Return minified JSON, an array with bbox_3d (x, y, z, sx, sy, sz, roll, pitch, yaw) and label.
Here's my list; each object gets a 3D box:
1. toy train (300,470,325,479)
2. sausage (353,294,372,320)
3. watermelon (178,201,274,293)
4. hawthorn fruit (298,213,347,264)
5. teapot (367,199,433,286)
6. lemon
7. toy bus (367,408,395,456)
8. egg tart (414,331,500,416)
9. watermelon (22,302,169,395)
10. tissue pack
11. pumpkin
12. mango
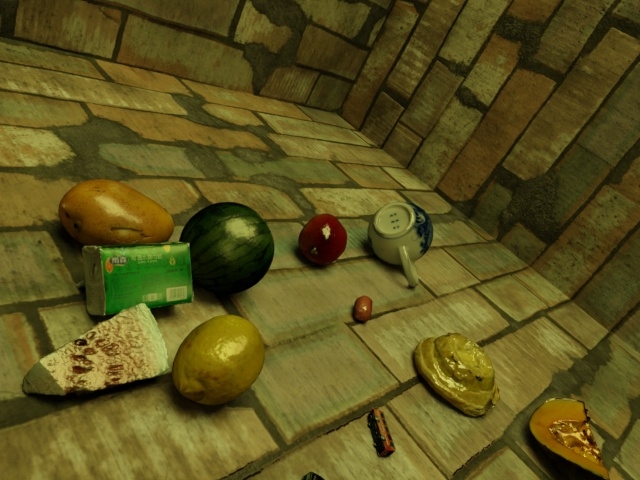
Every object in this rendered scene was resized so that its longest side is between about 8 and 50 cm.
[{"bbox_3d":[-0.031,0.516,0.786,0.055,0.048,0.251,45,28,-16],"label":"toy train"},{"bbox_3d":[0.131,0.208,1.463,0.054,0.058,0.094,11,31,2],"label":"sausage"},{"bbox_3d":[-0.241,0.021,1.222,0.243,0.242,0.242,23,27,-13],"label":"watermelon"},{"bbox_3d":[0.000,0.000,1.589,0.169,0.169,0.188,36,32,13],"label":"hawthorn fruit"},{"bbox_3d":[0.321,-0.011,1.867,0.280,0.253,0.423,54,22,-52],"label":"teapot"},{"bbox_3d":[-0.203,0.242,0.963,0.170,0.170,0.207,31,28,2],"label":"lemon"},{"bbox_3d":[0.140,0.444,1.096,0.043,0.031,0.110,24,26,-25],"label":"toy bus"},{"bbox_3d":[0.418,0.375,1.401,0.291,0.115,0.290,23,29,-14],"label":"egg tart"},{"bbox_3d":[-0.416,0.227,0.886,0.241,0.094,0.154,-11,57,-51],"label":"watermelon"},{"bbox_3d":[-0.420,0.080,1.068,0.156,0.147,0.209,-2,2,43],"label":"tissue pack"},{"bbox_3d":[0.678,0.588,1.314,0.170,0.148,0.312,-7,14,19],"label":"pumpkin"},{"bbox_3d":[-0.499,-0.050,1.201,0.291,0.159,0.191,14,23,-47],"label":"mango"}]
